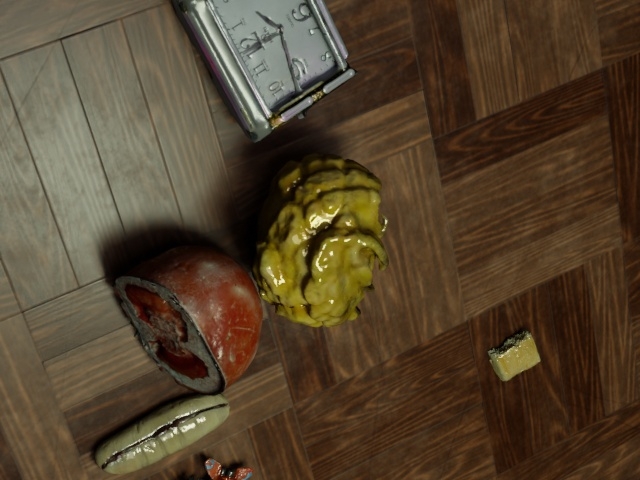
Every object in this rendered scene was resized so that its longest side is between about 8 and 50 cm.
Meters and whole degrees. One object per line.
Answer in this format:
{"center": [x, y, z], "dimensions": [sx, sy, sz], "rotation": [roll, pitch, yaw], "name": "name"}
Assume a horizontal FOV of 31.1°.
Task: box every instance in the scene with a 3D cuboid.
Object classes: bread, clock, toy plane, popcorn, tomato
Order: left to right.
{"center": [-0.228, 0.284, 1.690], "dimensions": [0.214, 0.053, 0.073], "rotation": [-24, 114, -18], "name": "bread"}
{"center": [-0.164, 0.094, 1.603], "dimensions": [0.155, 0.181, 0.214], "rotation": [-41, 132, -30], "name": "tomato"}
{"center": [-0.175, 0.427, 1.769], "dimensions": [0.130, 0.061, 0.189], "rotation": [20, 102, -33], "name": "toy plane"}
{"center": [-0.074, -0.277, 1.545], "dimensions": [0.186, 0.083, 0.253], "rotation": [-35, 121, -12], "name": "clock"}
{"center": [0.000, 0.000, 1.609], "dimensions": [0.190, 0.250, 0.250], "rotation": [3, 109, 0], "name": "popcorn"}
{"center": [0.333, 0.200, 1.973], "dimensions": [0.083, 0.035, 0.070], "rotation": [-33, 120, -6], "name": "bread"}
